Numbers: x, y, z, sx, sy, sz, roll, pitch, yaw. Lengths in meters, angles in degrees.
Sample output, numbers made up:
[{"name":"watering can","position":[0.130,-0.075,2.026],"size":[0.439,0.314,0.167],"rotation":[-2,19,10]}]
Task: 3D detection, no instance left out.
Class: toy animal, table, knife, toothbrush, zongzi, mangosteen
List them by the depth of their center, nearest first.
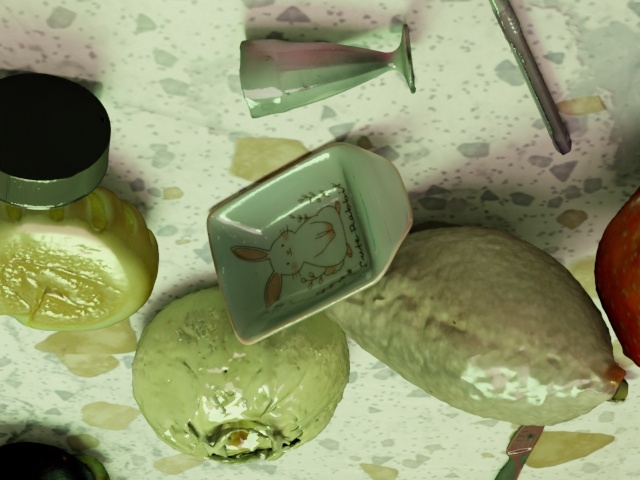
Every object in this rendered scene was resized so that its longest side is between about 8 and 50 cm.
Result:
[{"name":"toothbrush","position":[0.179,-0.191,1.421],"size":[0.029,0.024,0.354],"rotation":[-21,139,12]},{"name":"table","position":[-0.261,-0.093,1.452],"size":[0.133,0.133,0.043],"rotation":[6,142,-10]},{"name":"toy animal","position":[0.176,0.086,1.615],"size":[0.226,0.358,0.188],"rotation":[12,102,-47]},{"name":"zongzi","position":[0.325,0.178,1.916],"size":[0.083,0.040,0.076],"rotation":[-15,149,37]},{"name":"mangosteen","position":[-0.372,0.366,2.019],"size":[0.243,0.243,0.243],"rotation":[-1,144,0]},{"name":"knife","position":[0.259,0.278,2.066],"size":[0.035,0.018,0.247],"rotation":[8,140,-7]}]

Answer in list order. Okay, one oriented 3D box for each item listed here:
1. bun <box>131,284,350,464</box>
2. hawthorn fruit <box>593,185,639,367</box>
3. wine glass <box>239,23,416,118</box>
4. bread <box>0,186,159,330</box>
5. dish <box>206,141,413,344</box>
[{"name":"bun","position":[-0.091,0.167,1.795],"size":[0.259,0.152,0.259],"rotation":[1,145,1]},{"name":"hawthorn fruit","position":[0.383,0.025,1.558],"size":[0.254,0.254,0.300],"rotation":[15,163,-21]},{"name":"wine glass","position":[0.007,-0.158,1.427],"size":[0.155,0.073,0.073],"rotation":[-9,143,5]},{"name":"bread","position":[-0.271,0.008,1.612],"size":[0.213,0.104,0.213],"rotation":[1,141,1]},{"name":"dish","position":[0.000,0.000,1.592],"size":[0.234,0.154,0.064],"rotation":[-27,159,32]}]
